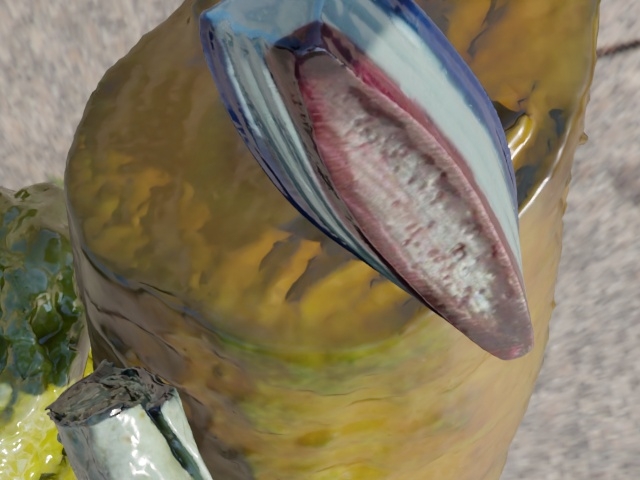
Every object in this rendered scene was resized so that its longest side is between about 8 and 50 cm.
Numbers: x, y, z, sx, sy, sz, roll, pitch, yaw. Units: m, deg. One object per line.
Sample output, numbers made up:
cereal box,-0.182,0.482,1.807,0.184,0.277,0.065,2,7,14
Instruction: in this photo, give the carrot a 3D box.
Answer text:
carrot,0.000,0.000,0.900,0.241,0.341,0.241,1,48,-1

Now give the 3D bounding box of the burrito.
burrito,-0.048,0.095,0.593,0.044,0.074,0.118,-27,109,-19

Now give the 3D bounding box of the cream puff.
cream puff,-0.186,0.095,1.192,0.185,0.282,0.282,24,81,-15

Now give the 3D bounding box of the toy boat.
toy boat,0.032,-0.018,0.657,0.080,0.229,0.046,-30,51,6
